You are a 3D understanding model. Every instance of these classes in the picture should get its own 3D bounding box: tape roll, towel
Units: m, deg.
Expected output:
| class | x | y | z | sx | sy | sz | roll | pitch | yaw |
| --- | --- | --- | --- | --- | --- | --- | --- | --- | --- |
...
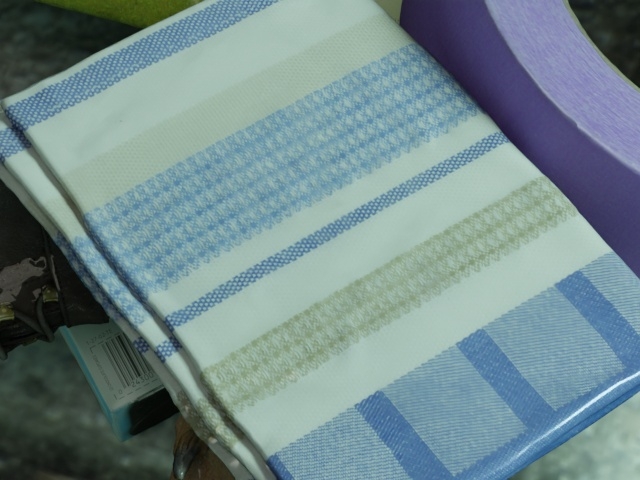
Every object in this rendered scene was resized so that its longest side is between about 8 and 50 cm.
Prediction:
| class | x | y | z | sx | sy | sz | roll | pitch | yaw |
| --- | --- | --- | --- | --- | --- | --- | --- | --- | --- |
| tape roll | 0.183 | -0.101 | 0.953 | 0.275 | 0.090 | 0.275 | 11 | 54 | -16 |
| towel | 0.000 | 0.000 | 0.833 | 0.209 | 0.034 | 0.285 | -31 | 63 | -22 |

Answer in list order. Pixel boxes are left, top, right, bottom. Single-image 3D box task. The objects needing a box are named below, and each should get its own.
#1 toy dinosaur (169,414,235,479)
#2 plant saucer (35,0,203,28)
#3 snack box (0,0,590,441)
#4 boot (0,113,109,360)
| class | x | y | z | sx | sy | sz | roll | pitch | yaw |
| --- | --- | --- | --- | --- | --- | --- | --- | --- | --- |
| toy dinosaur | -0.020 | 0.230 | 0.801 | 0.127 | 0.200 | 0.296 | -29 | 60 | -16 |
| plant saucer | -0.091 | -0.193 | 1.016 | 0.188 | 0.045 | 0.188 | 16 | 45 | 26 |
| snack box | -0.008 | -0.051 | 1.005 | 0.322 | 0.060 | 0.187 | -27 | 71 | -10 |
| boot | -0.078 | 0.019 | 0.905 | 0.229 | 0.091 | 0.263 | -18 | 60 | -6 |
